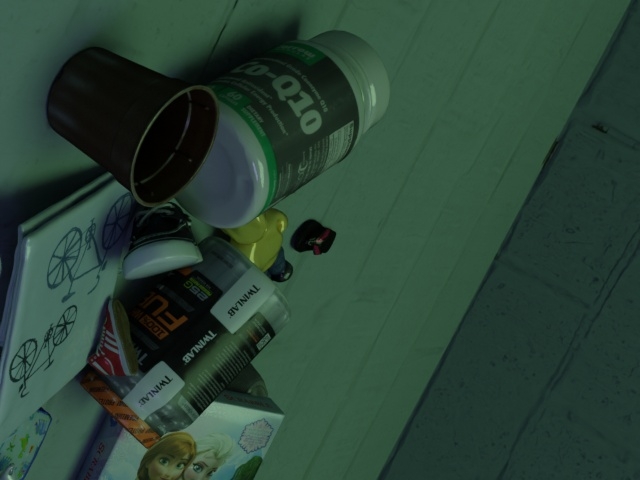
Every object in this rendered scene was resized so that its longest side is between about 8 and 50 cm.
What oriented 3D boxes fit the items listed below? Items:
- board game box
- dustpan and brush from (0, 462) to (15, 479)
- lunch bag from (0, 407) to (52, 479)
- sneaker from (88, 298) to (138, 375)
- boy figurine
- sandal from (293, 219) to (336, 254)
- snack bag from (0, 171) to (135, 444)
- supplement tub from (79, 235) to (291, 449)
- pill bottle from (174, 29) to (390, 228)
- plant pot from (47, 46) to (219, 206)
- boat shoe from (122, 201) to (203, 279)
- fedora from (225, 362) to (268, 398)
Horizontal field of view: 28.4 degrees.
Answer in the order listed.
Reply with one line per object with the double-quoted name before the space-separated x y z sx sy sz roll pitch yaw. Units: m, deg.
"board game box" -0.260 0.401 2.209 0.318 0.066 0.318 17 104 -40
"dustpan and brush" -0.449 0.386 1.763 0.211 0.060 0.147 -53 172 37
"lunch bag" -0.458 0.287 1.773 0.151 0.096 0.129 -48 157 -3
"sneaker" -0.314 0.146 1.861 0.042 0.067 0.119 -40 121 -67
"boy figurine" -0.121 0.013 2.163 0.177 0.092 0.285 -53 157 -16
"sandal" 0.000 0.000 2.476 0.067 0.040 0.179 -63 158 8
"snack bag" -0.352 0.081 1.721 0.323 0.037 0.343 -49 158 -62
"supplement tub" -0.214 0.163 1.988 0.316 0.193 0.194 -47 156 -14
"pill bottle" -0.062 -0.179 1.895 0.361 0.204 0.204 -37 149 -45
"plant pot" -0.242 -0.154 1.586 0.167 0.165 0.167 -47 156 -29
"boat shoe" -0.227 -0.006 1.806 0.301 0.108 0.102 -14 89 -87
"fedora" -0.180 0.307 2.365 0.243 0.124 0.276 -20 136 -59
